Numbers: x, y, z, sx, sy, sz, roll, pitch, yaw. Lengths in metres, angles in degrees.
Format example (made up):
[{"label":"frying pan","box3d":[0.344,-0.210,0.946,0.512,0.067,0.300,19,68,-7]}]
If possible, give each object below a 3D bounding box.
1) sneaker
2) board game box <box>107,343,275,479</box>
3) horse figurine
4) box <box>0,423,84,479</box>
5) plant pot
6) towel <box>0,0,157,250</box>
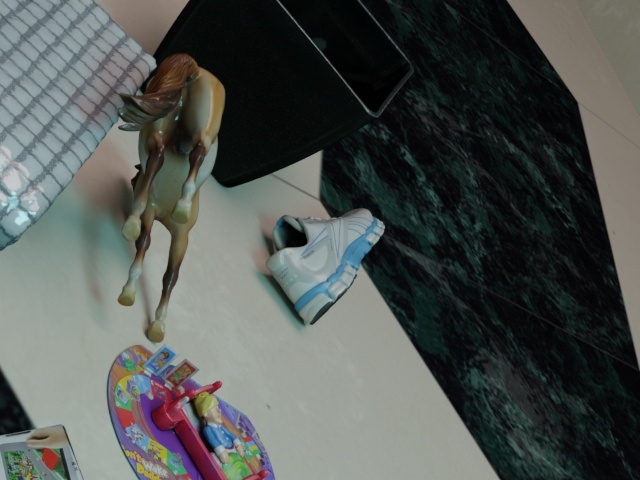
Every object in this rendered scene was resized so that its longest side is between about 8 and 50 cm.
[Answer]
[{"label":"sneaker","box3d":[0.000,0.000,1.413,0.083,0.071,0.191,44,23,-5]},{"label":"board game box","box3d":[-0.078,0.138,1.109,0.168,0.033,0.133,38,27,-30]},{"label":"horse figurine","box3d":[-0.110,-0.050,1.118,0.066,0.263,0.175,10,57,-3]},{"label":"box","box3d":[-0.156,0.201,0.815,0.114,0.036,0.207,-6,59,-36]},{"label":"plant pot","box3d":[-0.050,-0.156,1.416,0.187,0.167,0.188,49,22,-6]},{"label":"towel","box3d":[-0.259,-0.120,1.041,0.235,0.121,0.284,45,26,-14]}]
